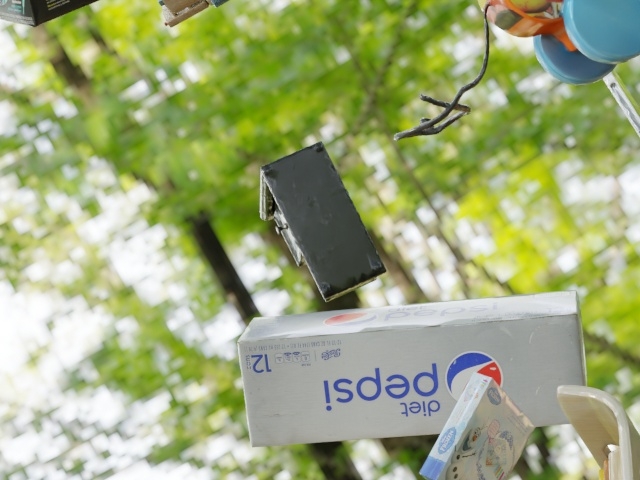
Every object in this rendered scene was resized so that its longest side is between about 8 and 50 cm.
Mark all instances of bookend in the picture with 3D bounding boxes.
[{"bbox_3d":[0.000,0.000,2.060,0.072,0.156,0.157,-24,-15,-9],"label":"bookend"}]

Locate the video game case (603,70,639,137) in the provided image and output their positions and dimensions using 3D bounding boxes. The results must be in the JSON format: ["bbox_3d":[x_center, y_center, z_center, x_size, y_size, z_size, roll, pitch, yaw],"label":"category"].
[{"bbox_3d":[0.284,-0.108,1.748,0.011,0.122,0.087,-33,-17,12],"label":"video game case"}]

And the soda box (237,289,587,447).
[{"bbox_3d":[0.080,0.108,1.649,0.286,0.098,0.091,-6,11,8],"label":"soda box"}]

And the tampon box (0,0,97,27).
[{"bbox_3d":[-0.301,-0.316,2.010,0.101,0.161,0.120,-27,25,-28],"label":"tampon box"}]

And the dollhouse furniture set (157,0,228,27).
[{"bbox_3d":[-0.176,-0.329,2.524,0.129,0.183,0.129,-28,-50,13],"label":"dollhouse furniture set"}]

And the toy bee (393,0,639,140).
[{"bbox_3d":[0.184,-0.197,1.431,0.298,0.162,0.195,-17,-3,-35],"label":"toy bee"}]

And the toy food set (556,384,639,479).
[{"bbox_3d":[0.215,0.281,1.390,0.092,0.306,0.219,-15,-43,21],"label":"toy food set"}]

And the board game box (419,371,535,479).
[{"bbox_3d":[0.121,0.159,1.490,0.090,0.020,0.090,-59,-40,-14],"label":"board game box"}]
